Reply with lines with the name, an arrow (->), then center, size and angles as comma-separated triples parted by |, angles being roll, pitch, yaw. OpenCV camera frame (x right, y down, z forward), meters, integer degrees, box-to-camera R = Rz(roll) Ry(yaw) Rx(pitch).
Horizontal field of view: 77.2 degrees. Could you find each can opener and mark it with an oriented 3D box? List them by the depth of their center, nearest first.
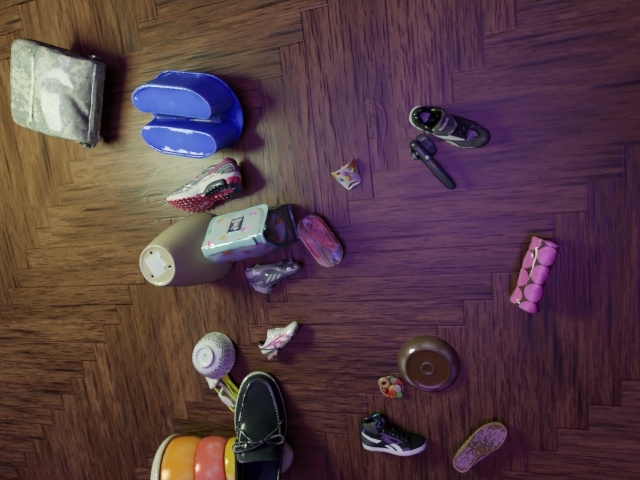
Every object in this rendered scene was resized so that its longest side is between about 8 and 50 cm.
can opener -> 0.325, -0.220, 1.158 | 0.073, 0.059, 0.186 | -38, 89, 19

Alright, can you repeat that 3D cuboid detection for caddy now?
caddy -> -0.417, -0.404, 1.281 | 0.341, 0.179, 0.241 | 11, 126, 14

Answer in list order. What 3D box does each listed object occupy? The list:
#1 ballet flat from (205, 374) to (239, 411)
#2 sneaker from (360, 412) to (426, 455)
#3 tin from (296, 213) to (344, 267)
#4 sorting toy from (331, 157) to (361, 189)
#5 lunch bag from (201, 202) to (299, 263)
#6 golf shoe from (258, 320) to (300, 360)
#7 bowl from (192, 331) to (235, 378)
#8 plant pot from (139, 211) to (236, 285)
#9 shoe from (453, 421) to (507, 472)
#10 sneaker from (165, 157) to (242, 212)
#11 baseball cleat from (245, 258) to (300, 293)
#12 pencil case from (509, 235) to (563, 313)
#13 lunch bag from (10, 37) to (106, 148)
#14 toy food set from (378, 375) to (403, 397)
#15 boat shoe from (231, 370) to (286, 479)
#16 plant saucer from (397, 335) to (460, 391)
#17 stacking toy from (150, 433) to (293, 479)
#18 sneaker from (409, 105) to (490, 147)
ballet flat -> -0.372, 0.547, 1.509 | 0.077, 0.077, 0.231 | -42, 87, 21
sneaker -> 0.237, 0.644, 1.348 | 0.216, 0.079, 0.121 | -8, 100, 19
tin -> 0.000, 0.000, 1.311 | 0.106, 0.040, 0.190 | -35, 90, 16
sorting toy -> 0.087, -0.199, 1.248 | 0.083, 0.045, 0.075 | -32, 110, 20
lunch bag -> -0.217, -0.021, 1.251 | 0.223, 0.262, 0.160 | -12, 98, 19
golf shoe -> -0.148, 0.339, 1.406 | 0.086, 0.067, 0.186 | 46, 110, 5
bowl -> -0.406, 0.421, 1.462 | 0.170, 0.080, 0.170 | -4, 77, 16
plant pot -> -0.453, 0.051, 1.329 | 0.256, 0.274, 0.257 | 4, 102, 16
shoe -> 0.510, 0.655, 1.289 | 0.219, 0.058, 0.076 | -50, 65, 15
sneaker -> -0.391, -0.179, 1.361 | 0.299, 0.121, 0.112 | -17, 67, 20
baseball cleat -> -0.155, 0.124, 1.374 | 0.205, 0.072, 0.109 | -4, 114, 22
pencil case -> 0.606, 0.094, 1.126 | 0.095, 0.098, 0.209 | 36, 117, 54
lunch bag -> -0.869, -0.495, 1.372 | 0.256, 0.212, 0.305 | 19, 107, 12
toy food set -> 0.239, 0.493, 1.349 | 0.082, 0.020, 0.083 | -14, 96, 18
boat shoe -> -0.205, 0.703, 1.359 | 0.186, 0.156, 0.500 | 3, 68, -9
plant saucer -> 0.346, 0.406, 1.292 | 0.198, 0.036, 0.199 | 3, 102, 15
stacking toy -> -0.333, 0.841, 1.477 | 0.479, 0.350, 0.351 | -19, 95, 2
sneaker -> 0.353, -0.313, 1.106 | 0.234, 0.106, 0.078 | 24, 108, 10
